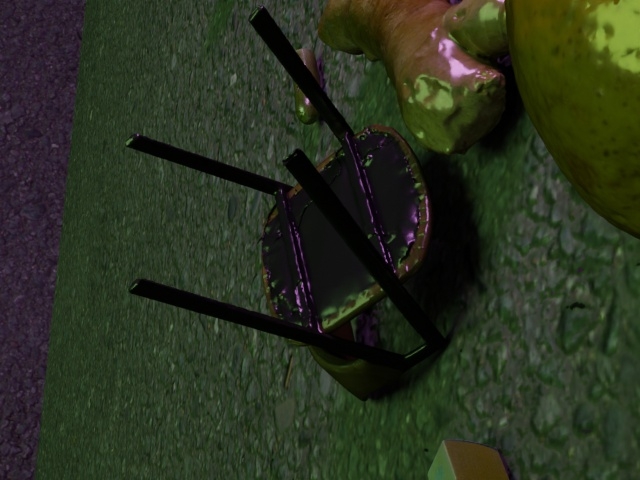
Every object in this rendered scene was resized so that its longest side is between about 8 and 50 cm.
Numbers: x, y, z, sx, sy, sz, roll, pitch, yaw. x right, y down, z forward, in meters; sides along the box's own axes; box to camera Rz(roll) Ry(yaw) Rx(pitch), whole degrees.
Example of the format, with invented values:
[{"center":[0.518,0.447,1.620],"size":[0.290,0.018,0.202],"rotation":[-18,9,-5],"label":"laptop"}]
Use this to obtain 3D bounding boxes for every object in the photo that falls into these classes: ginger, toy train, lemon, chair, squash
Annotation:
[{"center":[0.061,-0.144,0.787],"size":[0.118,0.065,0.299],"rotation":[-62,25,10],"label":"ginger"},{"center":[0.076,0.177,0.631],"size":[0.081,0.050,0.122],"rotation":[-105,30,-56],"label":"toy train"},{"center":[0.147,-0.087,0.393],"size":[0.170,0.170,0.207],"rotation":[135,144,-57],"label":"lemon"},{"center":[0.000,0.000,0.747],"size":[0.172,0.247,0.158],"rotation":[-41,38,24],"label":"chair"},{"center":[-0.013,-0.144,1.035],"size":[0.027,0.028,0.083],"rotation":[123,148,-47],"label":"squash"}]
